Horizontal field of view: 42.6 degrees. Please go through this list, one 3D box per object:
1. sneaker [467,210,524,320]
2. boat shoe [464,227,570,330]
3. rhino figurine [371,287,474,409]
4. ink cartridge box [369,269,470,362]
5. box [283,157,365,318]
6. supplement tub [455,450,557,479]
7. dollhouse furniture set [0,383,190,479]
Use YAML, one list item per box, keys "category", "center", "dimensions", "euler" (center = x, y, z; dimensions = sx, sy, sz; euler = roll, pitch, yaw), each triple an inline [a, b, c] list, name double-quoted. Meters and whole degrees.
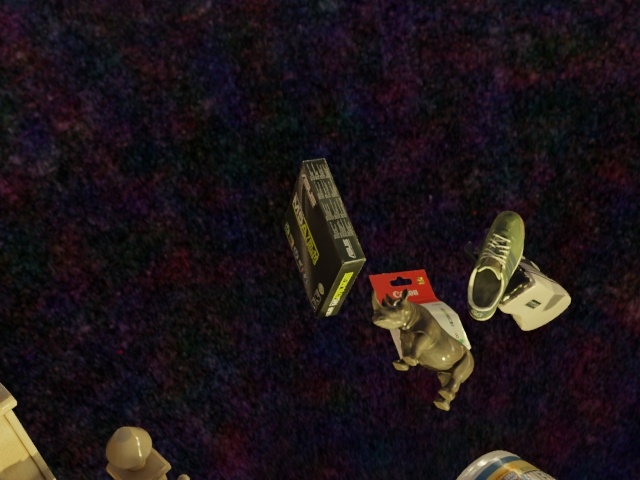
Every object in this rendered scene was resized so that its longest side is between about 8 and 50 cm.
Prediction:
- category: "sneaker"
  center: [0.289, 0.040, 1.351]
  dimensions: [0.064, 0.086, 0.192]
  euler: [19, 89, 16]
- category: "boat shoe"
  center: [0.404, 0.076, 1.683]
  dimensions: [0.127, 0.340, 0.158]
  euler: [-35, 62, 12]
- category: "rhino figurine"
  center: [0.162, 0.164, 1.345]
  dimensions: [0.073, 0.243, 0.106]
  euler: [-17, 32, 54]
- category: "ink cartridge box"
  center: [0.227, 0.163, 1.872]
  dimensions: [0.181, 0.056, 0.225]
  euler: [-4, 66, -37]
- category: "box"
  center: [0.000, 0.000, 1.298]
  dimensions: [0.045, 0.184, 0.191]
  euler: [-11, 63, -18]
- category: "supplement tub"
  center: [0.233, 0.324, 0.844]
  dimensions: [0.144, 0.144, 0.199]
  euler: [-44, 42, -20]
- category: "dollhouse furniture set"
  center: [-0.207, 0.291, 0.646]
  dimensions: [0.355, 0.174, 0.303]
  euler: [32, 57, 32]
